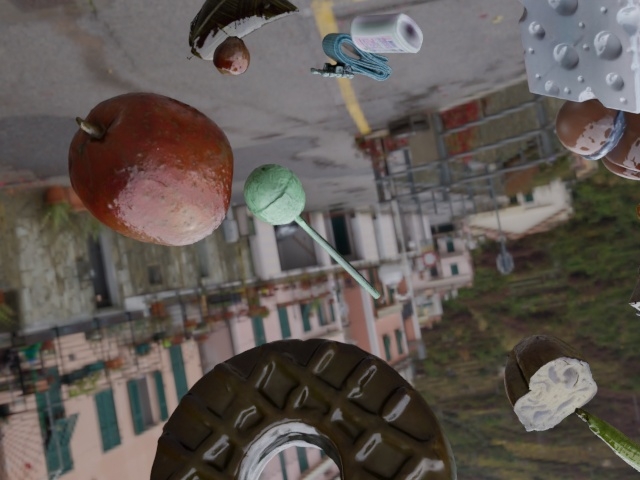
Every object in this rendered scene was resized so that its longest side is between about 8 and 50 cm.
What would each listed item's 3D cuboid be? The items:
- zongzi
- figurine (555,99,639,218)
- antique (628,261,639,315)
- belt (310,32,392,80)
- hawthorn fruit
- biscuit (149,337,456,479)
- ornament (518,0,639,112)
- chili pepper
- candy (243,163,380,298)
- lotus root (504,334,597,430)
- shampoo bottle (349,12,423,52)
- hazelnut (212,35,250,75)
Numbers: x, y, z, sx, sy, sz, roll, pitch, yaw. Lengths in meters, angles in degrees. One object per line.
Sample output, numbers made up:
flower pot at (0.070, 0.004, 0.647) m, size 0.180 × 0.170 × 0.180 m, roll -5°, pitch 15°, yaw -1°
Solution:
zongzi at (-0.176, -0.452, 1.760) m, size 0.111 × 0.241 × 0.247 m, roll 16°, pitch 117°, yaw -46°
figurine at (0.678, -0.181, 1.596) m, size 0.277 × 0.388 × 0.248 m, roll -39°, pitch 138°, yaw -8°
antique at (0.433, 0.030, 0.881) m, size 0.148 × 0.152 × 0.146 m, roll 30°, pitch 168°, yaw -2°
belt at (0.074, -0.371, 1.740) m, size 0.179 × 0.100 × 0.065 m, roll 15°, pitch -172°, yaw -39°
hawthorn fruit at (-0.301, -0.131, 1.427) m, size 0.275 × 0.275 × 0.300 m, roll -12°, pitch 148°, yaw 39°
biscuit at (-0.021, 0.258, 0.852) m, size 0.332 × 0.332 × 0.103 m, roll -10°, pitch 150°, yaw 9°
ornament at (0.526, -0.407, 1.482) m, size 0.240 × 0.239 × 0.239 m, roll -40°, pitch -141°, yaw -25°
chili pepper at (0.500, 0.337, 1.320) m, size 0.043 × 0.208 × 0.049 m, roll -50°, pitch -174°, yaw 46°
candy at (0.000, 0.000, 1.728) m, size 0.119 × 0.119 × 0.440 m, roll -12°, pitch 136°, yaw 39°
lotus root at (0.485, 0.291, 1.833) m, size 0.188 × 0.199 × 0.180 m, roll -32°, pitch -142°, yaw 3°
shampoo bottle at (0.089, -0.298, 1.186) m, size 0.099 × 0.043 × 0.072 m, roll 10°, pitch 170°, yaw 40°
hazelnut at (-0.182, -0.376, 1.673) m, size 0.086 × 0.086 × 0.086 m, roll -10°, pitch 178°, yaw 0°
